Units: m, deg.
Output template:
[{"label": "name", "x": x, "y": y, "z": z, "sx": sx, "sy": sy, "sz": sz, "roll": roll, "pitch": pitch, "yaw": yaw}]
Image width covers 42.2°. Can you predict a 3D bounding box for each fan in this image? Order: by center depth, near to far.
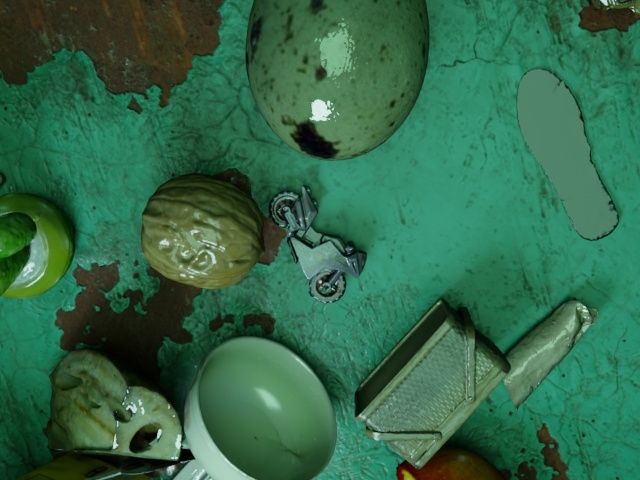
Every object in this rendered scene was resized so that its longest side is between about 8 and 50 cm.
[{"label": "fan", "x": -0.325, "y": 0.394, "z": 1.441, "sx": 0.227, "sy": 0.152, "sz": 0.008, "roll": -11, "pitch": 91, "yaw": -29}]

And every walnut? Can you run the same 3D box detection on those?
[{"label": "walnut", "x": -0.194, "y": -0.013, "z": 1.400, "sx": 0.213, "sy": 0.213, "sz": 0.213, "roll": 0, "pitch": 98, "yaw": 2}]

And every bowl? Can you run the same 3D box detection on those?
[{"label": "bowl", "x": -0.121, "y": 0.315, "z": 1.424, "sx": 0.277, "sy": 0.277, "sz": 0.145, "roll": 40, "pitch": 130, "yaw": -4}]

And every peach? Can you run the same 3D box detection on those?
[{"label": "peach", "x": 0.227, "y": 0.466, "z": 1.451, "sx": 0.226, "sy": 0.190, "sz": 0.196, "roll": 25, "pitch": 116, "yaw": -12}]

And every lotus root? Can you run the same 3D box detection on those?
[{"label": "lotus root", "x": -0.352, "y": 0.292, "z": 1.437, "sx": 0.142, "sy": 0.314, "sz": 0.210, "roll": 7, "pitch": 88, "yaw": -41}]

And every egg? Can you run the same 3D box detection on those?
[{"label": "egg", "x": 0.025, "y": -0.315, "z": 1.293, "sx": 0.288, "sy": 0.287, "sz": 0.379, "roll": -3, "pitch": 94, "yaw": 2}]

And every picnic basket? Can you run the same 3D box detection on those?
[{"label": "picnic basket", "x": 0.188, "y": 0.240, "z": 1.431, "sx": 0.139, "sy": 0.165, "sz": 0.266, "roll": 40, "pitch": 97, "yaw": -3}]

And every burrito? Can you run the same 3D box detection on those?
[{"label": "burrito", "x": 0.396, "y": 0.193, "z": 1.470, "sx": 0.087, "sy": 0.060, "sz": 0.226, "roll": 42, "pitch": 98, "yaw": -9}]

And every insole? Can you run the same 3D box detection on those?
[{"label": "insole", "x": 0.429, "y": -0.148, "z": 1.446, "sx": 0.109, "sy": 0.007, "sz": 0.322, "roll": -26, "pitch": 97, "yaw": 7}]

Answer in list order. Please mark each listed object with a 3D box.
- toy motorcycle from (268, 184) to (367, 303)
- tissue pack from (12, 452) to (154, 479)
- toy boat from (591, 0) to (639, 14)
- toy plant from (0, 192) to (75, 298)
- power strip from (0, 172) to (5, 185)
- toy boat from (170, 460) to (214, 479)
[{"label": "toy motorcycle", "x": 0.000, "y": 0.000, "z": 1.447, "sx": 0.122, "sy": 0.080, "sz": 0.215, "roll": -28, "pitch": 92, "yaw": 6}, {"label": "tissue pack", "x": -0.472, "y": 0.559, "z": 1.378, "sx": 0.228, "sy": 0.382, "sz": 0.293, "roll": 9, "pitch": 99, "yaw": 23}, {"label": "toy boat", "x": 0.460, "y": -0.500, "z": 1.350, "sx": 0.115, "sy": 0.089, "sz": 0.310, "roll": -26, "pitch": 97, "yaw": 14}, {"label": "toy plant", "x": -0.531, "y": 0.027, "z": 1.349, "sx": 0.224, "sy": 0.316, "sz": 0.184, "roll": -40, "pitch": 96, "yaw": 5}, {"label": "power strip", "x": -0.644, "y": -0.076, "z": 1.481, "sx": 0.169, "sy": 0.028, "sz": 0.076, "roll": -44, "pitch": 95, "yaw": 5}, {"label": "toy boat", "x": -0.222, "y": 0.477, "z": 1.518, "sx": 0.129, "sy": 0.088, "sz": 0.295, "roll": 42, "pitch": 97, "yaw": -4}]
